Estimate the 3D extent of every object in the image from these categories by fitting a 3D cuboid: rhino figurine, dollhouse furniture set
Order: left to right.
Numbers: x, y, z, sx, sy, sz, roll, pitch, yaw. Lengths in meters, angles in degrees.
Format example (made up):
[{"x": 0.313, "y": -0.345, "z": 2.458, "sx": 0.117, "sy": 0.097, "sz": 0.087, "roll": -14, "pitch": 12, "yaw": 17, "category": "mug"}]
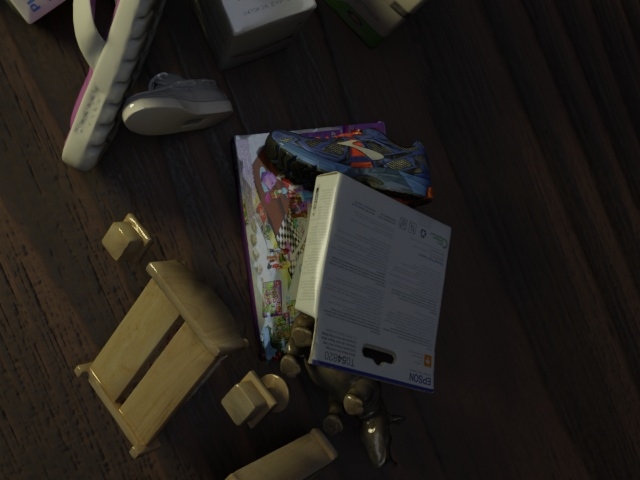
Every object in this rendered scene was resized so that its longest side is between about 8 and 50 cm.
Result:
[{"x": -0.172, "y": 0.194, "z": 0.965, "sx": 0.355, "sy": 0.174, "sz": 0.303, "roll": 50, "pitch": 116, "yaw": 19, "category": "dollhouse furniture set"}, {"x": 0.036, "y": 0.183, "z": 0.945, "sx": 0.073, "sy": 0.106, "sz": 0.243, "roll": -27, "pitch": 105, "yaw": 23, "category": "rhino figurine"}]

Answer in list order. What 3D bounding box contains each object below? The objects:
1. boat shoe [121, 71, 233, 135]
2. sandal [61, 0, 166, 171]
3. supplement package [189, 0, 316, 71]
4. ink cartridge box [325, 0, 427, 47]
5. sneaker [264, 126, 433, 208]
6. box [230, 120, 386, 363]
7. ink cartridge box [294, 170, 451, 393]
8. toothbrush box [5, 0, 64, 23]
[{"x": -0.175, "y": -0.171, "z": 0.928, "sx": 0.184, "sy": 0.066, "sz": 0.063, "roll": -20, "pitch": 81, "yaw": -54, "category": "boat shoe"}, {"x": -0.228, "y": -0.266, "z": 0.846, "sx": 0.102, "sy": 0.169, "sz": 0.416, "roll": 21, "pitch": 110, "yaw": -12, "category": "sandal"}, {"x": -0.087, "y": -0.287, "z": 0.931, "sx": 0.105, "sy": 0.179, "sz": 0.105, "roll": -24, "pitch": 94, "yaw": -12, "category": "supplement package"}, {"x": 0.067, "y": -0.367, "z": 0.919, "sx": 0.198, "sy": 0.273, "sz": 0.115, "roll": 45, "pitch": 81, "yaw": -9, "category": "ink cartridge box"}, {"x": 0.037, "y": -0.102, "z": 0.960, "sx": 0.221, "sy": 0.083, "sz": 0.087, "roll": 13, "pitch": 73, "yaw": -18, "category": "sneaker"}, {"x": 0.000, "y": 0.000, "z": 1.011, "sx": 0.201, "sy": 0.057, "sz": 0.293, "roll": -7, "pitch": 91, "yaw": -12, "category": "box"}, {"x": 0.067, "y": 0.058, "z": 0.934, "sx": 0.223, "sy": 0.045, "sz": 0.223, "roll": 23, "pitch": 70, "yaw": -41, "category": "ink cartridge box"}, {"x": -0.291, "y": -0.419, "z": 0.881, "sx": 0.283, "sy": 0.122, "sz": 0.206, "roll": -38, "pitch": 125, "yaw": -9, "category": "toothbrush box"}]
